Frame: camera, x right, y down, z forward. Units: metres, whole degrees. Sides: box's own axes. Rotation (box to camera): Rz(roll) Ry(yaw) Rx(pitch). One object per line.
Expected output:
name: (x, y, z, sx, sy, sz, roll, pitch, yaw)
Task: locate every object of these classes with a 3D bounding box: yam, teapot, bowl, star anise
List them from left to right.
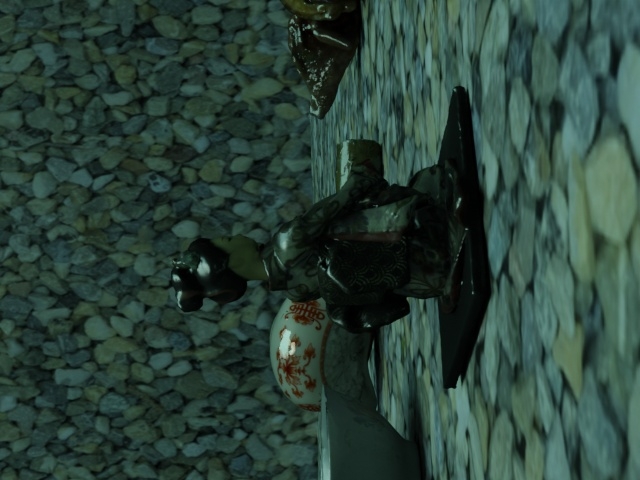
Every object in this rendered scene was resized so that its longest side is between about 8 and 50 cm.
star anise: (-0.004, -0.322, 1.719, 0.292, 0.109, 0.349, 84, -179, -51)
teapot: (0.002, 0.104, 1.566, 0.159, 0.116, 0.245, -41, -43, -30)
yam: (0.041, -0.043, 1.487, 0.054, 0.054, 0.132, -132, 41, -86)
bowl: (0.044, 0.221, 1.216, 0.189, 0.086, 0.189, 180, 90, -88)

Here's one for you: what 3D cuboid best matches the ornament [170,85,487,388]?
ornament: (0.000, 0.000, 0.902, 0.166, 0.196, 0.153, 96, 171, -61)
